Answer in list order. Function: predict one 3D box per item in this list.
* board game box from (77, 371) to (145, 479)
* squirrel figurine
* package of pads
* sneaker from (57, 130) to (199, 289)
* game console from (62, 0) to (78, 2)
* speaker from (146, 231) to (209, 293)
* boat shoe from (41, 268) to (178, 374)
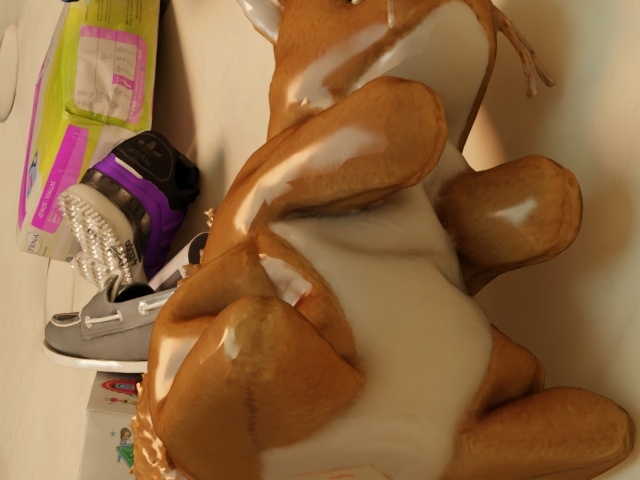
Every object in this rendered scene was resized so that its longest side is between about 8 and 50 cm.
[{"bbox_3d":[-0.192,0.289,1.689,0.224,0.097,0.303,-117,36,-82],"label":"board game box"},{"bbox_3d":[0.000,0.000,1.178,0.397,0.281,0.370,135,140,-53],"label":"squirrel figurine"},{"bbox_3d":[-0.253,-0.157,1.926,0.296,0.101,0.229,-92,22,-43],"label":"package of pads"},{"bbox_3d":[-0.179,-0.022,1.805,0.146,0.102,0.293,-51,-10,-18],"label":"sneaker"},{"bbox_3d":[-0.179,-0.412,1.734,0.250,0.173,0.293,149,112,-65],"label":"game console"},{"bbox_3d":[-0.127,0.037,1.717,0.136,0.055,0.055,142,128,-59],"label":"speaker"},{"bbox_3d":[-0.167,0.076,1.693,0.319,0.116,0.099,1,94,53],"label":"boat shoe"}]
